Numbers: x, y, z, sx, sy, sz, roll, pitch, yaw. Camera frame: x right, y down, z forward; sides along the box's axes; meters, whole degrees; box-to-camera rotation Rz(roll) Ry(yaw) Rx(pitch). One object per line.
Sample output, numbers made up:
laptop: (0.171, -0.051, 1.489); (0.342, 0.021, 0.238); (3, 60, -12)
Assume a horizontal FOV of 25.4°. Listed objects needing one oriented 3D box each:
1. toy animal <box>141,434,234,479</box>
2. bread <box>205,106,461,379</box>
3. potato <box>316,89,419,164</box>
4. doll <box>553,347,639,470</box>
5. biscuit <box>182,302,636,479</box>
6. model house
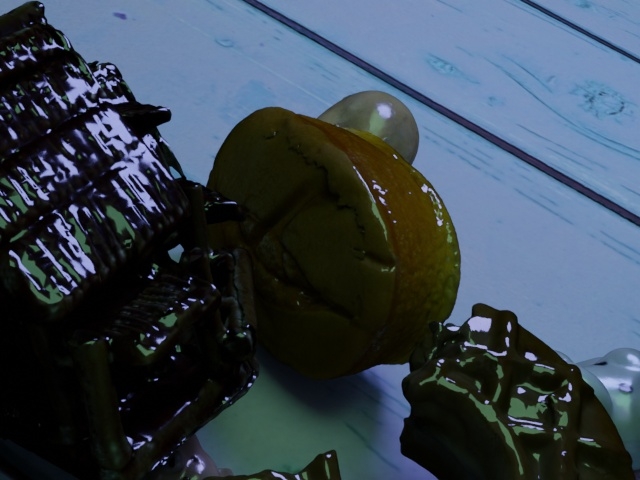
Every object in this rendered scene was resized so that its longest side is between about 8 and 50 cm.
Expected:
toy animal: (-0.129, 0.163, 1.029); (0.150, 0.083, 0.089); (39, -7, 18)
bread: (0.000, 0.000, 1.214); (0.142, 0.195, 0.270); (2, 34, -36)
potato: (0.045, -0.097, 1.446); (0.112, 0.112, 0.147); (31, 42, 13)
doll: (0.217, 0.144, 1.206); (0.180, 0.107, 0.110); (7, 28, -21)
biscuit: (0.087, 0.206, 1.006); (0.366, 0.115, 0.268); (-31, 67, -35)
model house: (-0.163, -0.029, 1.001); (0.297, 0.283, 0.317); (-1, 24, 39)
